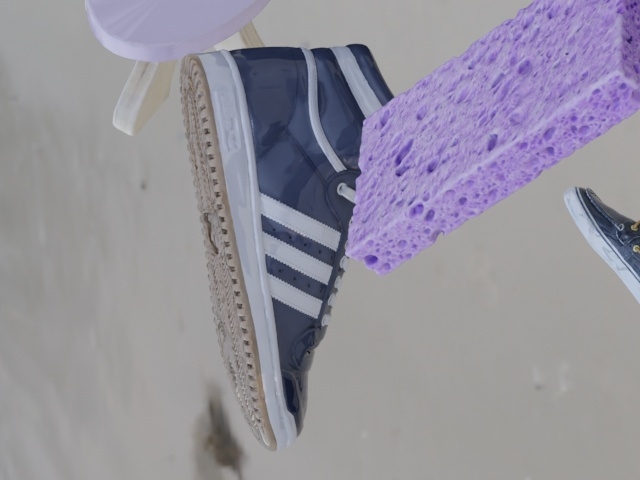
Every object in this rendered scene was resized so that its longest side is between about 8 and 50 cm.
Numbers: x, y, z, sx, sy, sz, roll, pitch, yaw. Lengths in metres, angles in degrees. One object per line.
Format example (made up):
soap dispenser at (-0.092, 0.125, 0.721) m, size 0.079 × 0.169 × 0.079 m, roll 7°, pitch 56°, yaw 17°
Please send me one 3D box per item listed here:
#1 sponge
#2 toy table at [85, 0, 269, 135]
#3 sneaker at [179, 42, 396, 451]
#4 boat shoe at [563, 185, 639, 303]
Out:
sponge at (0.098, -0.072, 0.898) m, size 0.210 × 0.031 × 0.117 m, roll -35°, pitch 32°, yaw 38°
toy table at (-0.130, -0.243, 1.644) m, size 0.252 × 0.274 × 0.161 m, roll 38°, pitch 150°, yaw 18°
sneaker at (0.000, 0.000, 1.104) m, size 0.099 × 0.153 × 0.282 m, roll -153°, pitch 53°, yaw -69°
boat shoe at (0.331, 0.001, 1.621) m, size 0.083 × 0.065 × 0.183 m, roll -41°, pitch 79°, yaw 19°
